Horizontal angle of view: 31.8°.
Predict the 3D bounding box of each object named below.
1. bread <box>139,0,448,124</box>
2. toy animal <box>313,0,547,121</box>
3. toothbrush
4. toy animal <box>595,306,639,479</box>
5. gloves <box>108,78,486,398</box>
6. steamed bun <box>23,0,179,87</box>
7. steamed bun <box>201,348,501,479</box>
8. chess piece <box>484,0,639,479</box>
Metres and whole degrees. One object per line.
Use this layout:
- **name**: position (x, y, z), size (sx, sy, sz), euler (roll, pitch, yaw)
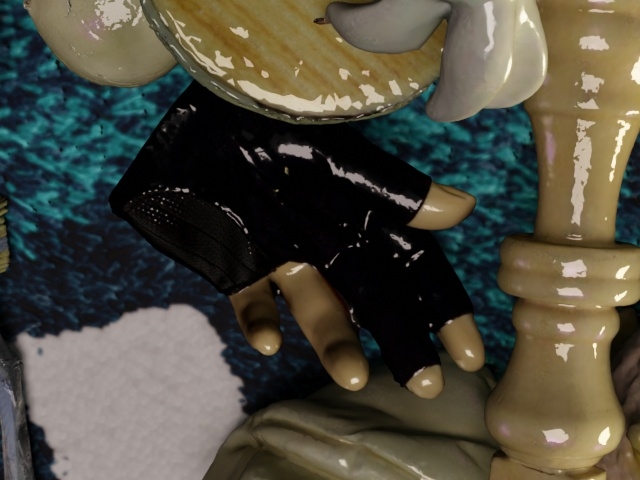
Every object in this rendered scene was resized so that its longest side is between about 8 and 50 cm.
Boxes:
- **bread**: position (0.002, -0.208, 0.756), size (0.267, 0.040, 0.266), euler (0, 93, -3)
- **toy animal**: position (0.093, -0.242, 0.630), size (0.183, 0.247, 0.309), euler (16, 75, 18)
- **toothbrush**: position (-0.275, 0.152, 1.001), size (0.035, 0.042, 0.413), euler (21, 123, 38)
- **toy animal**: position (0.333, 0.127, 0.831), size (0.226, 0.188, 0.358), euler (38, 113, -17)
- **gloves**: position (-0.001, -0.005, 0.827), size (0.301, 0.152, 0.197), euler (46, 120, 13)
- **steamed bun**: position (-0.145, -0.164, 0.809), size (0.130, 0.091, 0.112), euler (-26, 110, 17)
- **steamed bun**: position (0.049, 0.299, 0.916), size (0.347, 0.237, 0.394), euler (20, 115, -3)
- **chess piece**: position (0.172, 0.023, 0.778), size (0.117, 0.117, 0.396), euler (5, 97, 5)
